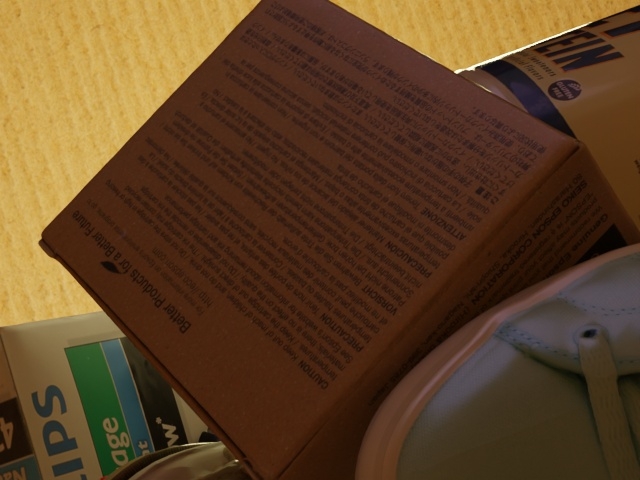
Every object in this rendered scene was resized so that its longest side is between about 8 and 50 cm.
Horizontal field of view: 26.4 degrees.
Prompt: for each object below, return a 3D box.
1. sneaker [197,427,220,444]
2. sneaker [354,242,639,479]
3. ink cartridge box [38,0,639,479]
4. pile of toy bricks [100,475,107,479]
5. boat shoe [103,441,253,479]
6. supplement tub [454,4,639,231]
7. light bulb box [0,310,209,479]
[{"bbox_3d":[-0.024,0.167,1.097,0.081,0.094,0.208,7,27,32],"label":"sneaker"},{"bbox_3d":[0.192,0.042,0.503,0.366,0.135,0.150,-18,-9,-10],"label":"sneaker"},{"bbox_3d":[0.000,0.000,0.652,0.193,0.235,0.088,-47,-46,-3],"label":"ink cartridge box"},{"bbox_3d":[-0.111,0.183,0.754,0.212,0.105,0.118,-12,-9,-45],"label":"pile of toy bricks"},{"bbox_3d":[-0.010,0.140,0.688,0.103,0.113,0.302,-21,-3,35],"label":"boat shoe"},{"bbox_3d":[0.239,-0.033,0.794,0.325,0.235,0.235,-21,-5,-8],"label":"supplement tub"},{"bbox_3d":[-0.237,0.206,1.158,0.358,0.225,0.361,-22,-8,29],"label":"light bulb box"}]
